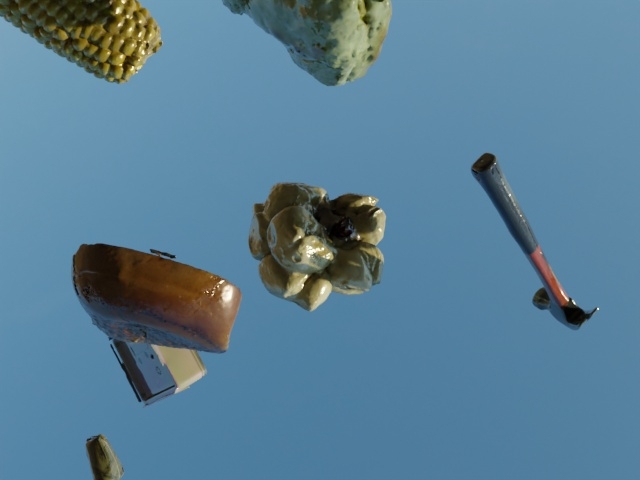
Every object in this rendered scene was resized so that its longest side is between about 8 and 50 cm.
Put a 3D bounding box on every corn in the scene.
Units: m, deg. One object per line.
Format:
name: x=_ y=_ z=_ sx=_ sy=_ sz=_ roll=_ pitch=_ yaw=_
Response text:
corn: x=-0.279 y=-0.254 z=0.727 sx=0.101 sy=0.310 sz=0.101 roll=-44 pitch=-167 yaw=13

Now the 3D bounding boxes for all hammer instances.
hammer: x=0.247 y=0.007 z=0.983 sx=0.033 sy=0.288 sz=0.111 roll=-41 pitch=-147 yaw=-5

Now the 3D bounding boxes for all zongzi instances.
zongzi: x=-0.316 y=0.325 z=1.181 sx=0.040 sy=0.076 sz=0.083 roll=-21 pitch=-162 yaw=14

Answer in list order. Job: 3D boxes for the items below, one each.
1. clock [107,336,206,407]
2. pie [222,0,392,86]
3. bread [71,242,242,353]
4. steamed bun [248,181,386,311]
clock: x=-0.284 y=0.200 z=1.433 sx=0.071 sy=0.147 sz=0.192 roll=-27 pitch=176 yaw=-33
pie: x=-0.042 y=-0.229 z=0.602 sx=0.090 sy=0.201 sz=0.248 roll=-35 pitch=-96 yaw=-23
bread: x=-0.128 y=0.055 z=0.641 sx=0.129 sy=0.126 sz=0.044 roll=11 pitch=-121 yaw=-4
steamed bun: x=0.000 y=0.000 z=1.103 sx=0.177 sy=0.106 sz=0.192 roll=9 pitch=-130 yaw=-14
